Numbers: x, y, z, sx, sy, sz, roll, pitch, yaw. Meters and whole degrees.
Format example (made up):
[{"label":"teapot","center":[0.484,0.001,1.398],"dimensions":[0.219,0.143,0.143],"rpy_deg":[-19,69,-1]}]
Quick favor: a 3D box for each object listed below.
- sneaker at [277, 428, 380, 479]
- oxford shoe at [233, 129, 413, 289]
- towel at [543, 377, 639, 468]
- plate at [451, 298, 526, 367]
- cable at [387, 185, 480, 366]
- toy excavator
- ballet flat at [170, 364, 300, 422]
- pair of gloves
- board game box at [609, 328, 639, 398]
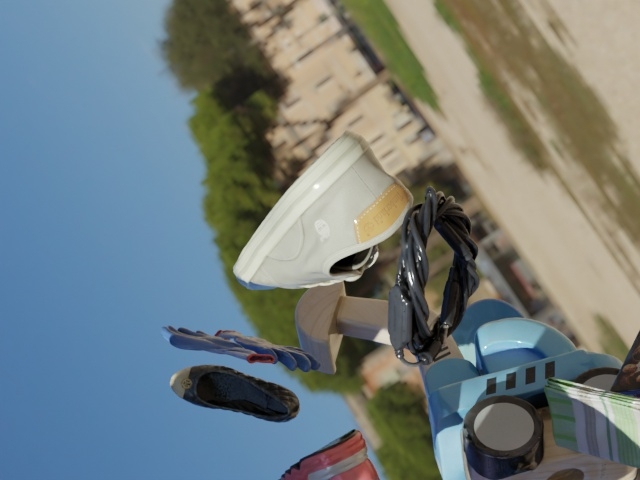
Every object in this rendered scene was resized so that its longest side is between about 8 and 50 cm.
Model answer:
[{"label":"sneaker","center":[-0.016,0.361,1.883],"dimensions":[0.136,0.116,0.314],"rpy_deg":[57,142,11]},{"label":"oxford shoe","center":[0.000,0.000,1.777],"dimensions":[0.130,0.169,0.449],"rpy_deg":[42,161,0]},{"label":"towel","center":[0.329,0.215,1.673],"dimensions":[0.152,0.023,0.113],"rpy_deg":[11,133,32]},{"label":"plate","center":[0.275,0.185,2.326],"dimensions":[0.024,0.188,0.188],"rpy_deg":[3,-134,-45]},{"label":"cable","center":[0.122,0.031,1.511],"dimensions":[0.151,0.047,0.184],"rpy_deg":[-26,-58,-49]},{"label":"toy excavator","center":[0.210,0.204,2.111],"dimensions":[0.445,0.433,0.222],"rpy_deg":[-107,4,-46]},{"label":"ballet flat","center":[-0.109,0.192,1.879],"dimensions":[0.049,0.173,0.057],"rpy_deg":[29,-108,-80]},{"label":"pair of gloves","center":[-0.103,0.136,1.854],"dimensions":[0.159,0.023,0.198],"rpy_deg":[14,-176,36]},{"label":"board game box","center":[0.481,0.111,1.863],"dimensions":[0.042,0.165,0.243],"rpy_deg":[51,-129,-21]}]
